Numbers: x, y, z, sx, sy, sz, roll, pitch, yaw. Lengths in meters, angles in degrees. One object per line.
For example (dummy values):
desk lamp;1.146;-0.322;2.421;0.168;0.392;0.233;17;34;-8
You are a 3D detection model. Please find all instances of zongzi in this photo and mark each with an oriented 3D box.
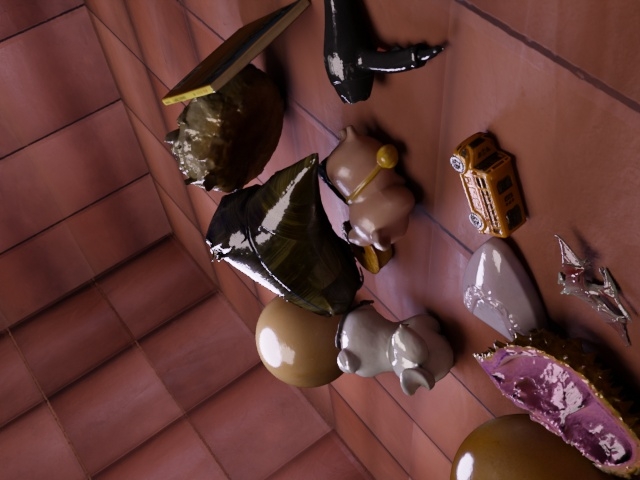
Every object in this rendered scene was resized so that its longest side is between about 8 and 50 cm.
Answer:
zongzi;0.000;0.000;1.546;0.403;0.207;0.432;37;143;-21

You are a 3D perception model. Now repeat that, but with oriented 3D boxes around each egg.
egg;0.403;0.475;1.327;0.282;0.283;0.351;58;153;-2
egg;-0.045;0.291;2.102;0.301;0.301;0.374;59;166;-4

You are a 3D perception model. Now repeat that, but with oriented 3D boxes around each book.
book;-0.190;-0.384;1.447;0.028;0.262;0.374;51;164;-23

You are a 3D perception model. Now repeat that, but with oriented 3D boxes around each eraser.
eraser;0.320;0.092;1.259;0.204;0.059;0.243;38;158;44

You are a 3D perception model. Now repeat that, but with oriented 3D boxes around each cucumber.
cucumber;0.075;-0.097;1.556;0.211;0.062;0.078;52;160;16

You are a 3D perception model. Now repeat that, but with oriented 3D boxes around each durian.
durian;0.437;0.251;1.168;0.341;0.112;0.191;39;140;13

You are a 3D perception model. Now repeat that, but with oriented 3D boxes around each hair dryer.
hair dryer;0.106;-0.335;1.135;0.272;0.091;0.235;17;128;44

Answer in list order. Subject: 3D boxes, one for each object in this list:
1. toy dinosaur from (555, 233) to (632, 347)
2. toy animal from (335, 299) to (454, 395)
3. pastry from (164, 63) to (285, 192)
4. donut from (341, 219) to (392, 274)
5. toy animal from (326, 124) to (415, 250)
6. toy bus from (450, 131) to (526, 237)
toy dinosaur;0.412;0.077;1.058;0.220;0.032;0.108;52;159;-14
toy animal;0.185;0.256;1.627;0.310;0.247;0.182;11;97;48
pastry;-0.199;-0.260;1.617;0.136;0.329;0.329;32;153;21
donut;0.112;0.007;1.639;0.152;0.058;0.152;49;160;25
toy animal;0.099;-0.109;1.374;0.165;0.149;0.247;-142;33;-84
toy bus;0.268;-0.087;1.092;0.074;0.070;0.162;25;145;56
